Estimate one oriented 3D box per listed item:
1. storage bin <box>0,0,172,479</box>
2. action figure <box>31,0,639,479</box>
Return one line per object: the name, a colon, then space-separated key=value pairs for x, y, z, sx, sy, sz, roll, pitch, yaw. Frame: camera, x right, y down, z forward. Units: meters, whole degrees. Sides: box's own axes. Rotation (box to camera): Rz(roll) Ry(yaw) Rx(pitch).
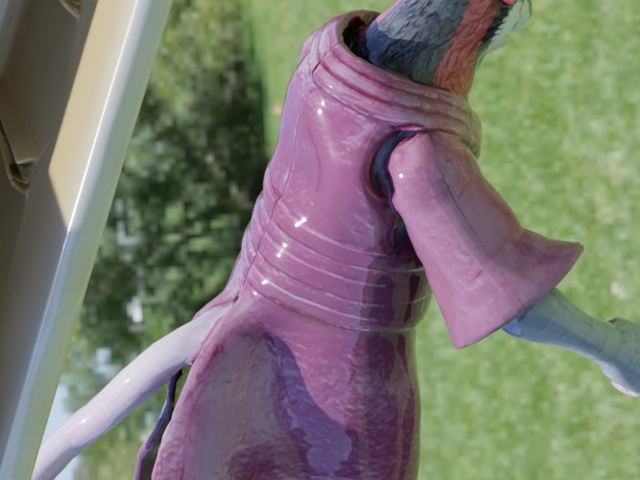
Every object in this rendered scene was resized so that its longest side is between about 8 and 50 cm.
storage bin: x=-0.164 y=-0.081 z=0.339 sx=0.123 sy=0.260 sz=0.262 roll=-127 pitch=53 yaw=-63
action figure: x=0.000 y=0.000 z=0.845 sx=0.248 sy=0.275 sz=0.370 roll=55 pitch=135 yaw=51
